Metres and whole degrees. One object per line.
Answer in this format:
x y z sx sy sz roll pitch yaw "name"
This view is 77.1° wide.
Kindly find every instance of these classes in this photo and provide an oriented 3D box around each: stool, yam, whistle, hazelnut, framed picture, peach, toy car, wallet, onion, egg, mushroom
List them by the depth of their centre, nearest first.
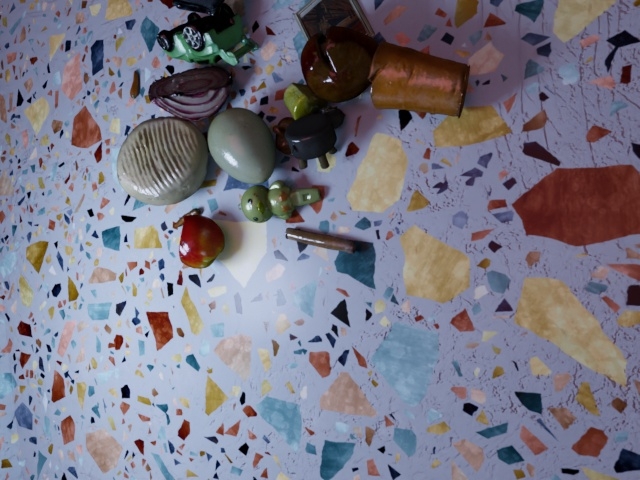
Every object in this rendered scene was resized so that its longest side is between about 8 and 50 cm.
0.068 -0.549 1.245 0.251 0.217 0.218 -4 86 17 "hazelnut"
-0.003 -0.326 1.286 0.227 0.139 0.153 -29 43 -7 "stool"
0.000 0.000 1.329 0.263 0.046 0.046 13 94 26 "yam"
0.039 -0.734 1.358 0.216 0.016 0.274 -30 75 22 "framed picture"
-0.153 -0.129 1.363 0.293 0.141 0.141 -4 86 27 "whistle"
-0.262 -0.316 1.378 0.218 0.218 0.296 -38 72 20 "egg"
-0.110 -0.359 1.380 0.109 0.085 0.126 13 96 0 "mushroom"
-0.359 -0.964 1.462 0.190 0.046 0.379 22 69 24 "wallet"
-0.456 0.003 1.483 0.192 0.190 0.190 39 105 4 "peach"
-0.429 -0.750 1.503 0.358 0.177 0.214 6 47 33 "toy car"
-0.476 -0.560 1.530 0.313 0.146 0.280 -16 41 -5 "onion"

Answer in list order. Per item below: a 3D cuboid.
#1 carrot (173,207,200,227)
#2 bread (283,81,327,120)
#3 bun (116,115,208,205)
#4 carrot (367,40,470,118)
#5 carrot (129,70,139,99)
-0.543 -0.088 1.617 0.164 0.035 0.036 -24 77 27 "carrot"
-0.054 -0.454 1.336 0.114 0.129 0.111 56 129 27 "bread"
-0.587 -0.294 1.545 0.326 0.234 0.362 40 86 14 "bun"
0.284 -0.452 1.129 0.254 0.196 0.196 15 95 23 "carrot"
-0.827 -0.692 1.790 0.035 0.035 0.142 -3 79 27 "carrot"
